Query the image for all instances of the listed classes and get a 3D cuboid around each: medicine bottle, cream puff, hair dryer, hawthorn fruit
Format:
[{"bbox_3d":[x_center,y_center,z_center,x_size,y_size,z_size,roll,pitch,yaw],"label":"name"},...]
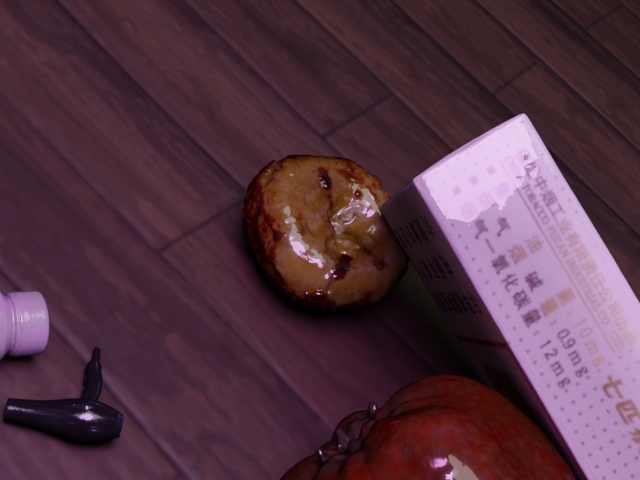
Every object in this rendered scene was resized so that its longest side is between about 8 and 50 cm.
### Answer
[{"bbox_3d":[-0.233,0.057,0.755,0.089,0.052,0.052,-1,55,-31],"label":"medicine bottle"},{"bbox_3d":[0.000,0.000,0.921,0.149,0.084,0.149,15,53,-21],"label":"cream puff"},{"bbox_3d":[-0.174,0.103,0.779,0.079,0.031,0.083,12,35,-10],"label":"hair dryer"},{"bbox_3d":[0.086,0.218,0.716,0.208,0.208,0.248,-30,84,-43],"label":"hawthorn fruit"}]

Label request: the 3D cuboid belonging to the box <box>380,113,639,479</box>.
[{"bbox_3d":[0.171,0.086,0.806,0.095,0.210,0.330,-29,88,-4],"label":"box"}]
